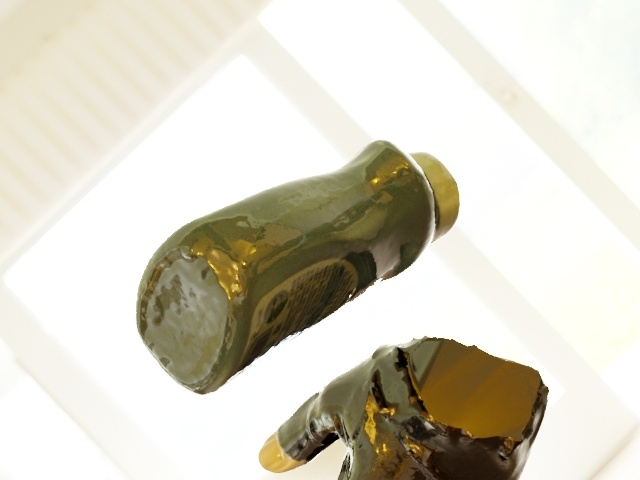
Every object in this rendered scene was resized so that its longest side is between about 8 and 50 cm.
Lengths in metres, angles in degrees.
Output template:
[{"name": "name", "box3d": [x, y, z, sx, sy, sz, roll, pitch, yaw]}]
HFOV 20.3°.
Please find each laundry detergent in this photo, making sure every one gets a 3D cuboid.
[{"name": "laundry detergent", "box3d": [0.000, 0.000, 1.287, 0.290, 0.094, 0.143, -29, -29, -43]}]

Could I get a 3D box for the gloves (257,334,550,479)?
[{"name": "gloves", "box3d": [0.060, 0.180, 1.499, 0.301, 0.197, 0.152, 132, 155, -67]}]
